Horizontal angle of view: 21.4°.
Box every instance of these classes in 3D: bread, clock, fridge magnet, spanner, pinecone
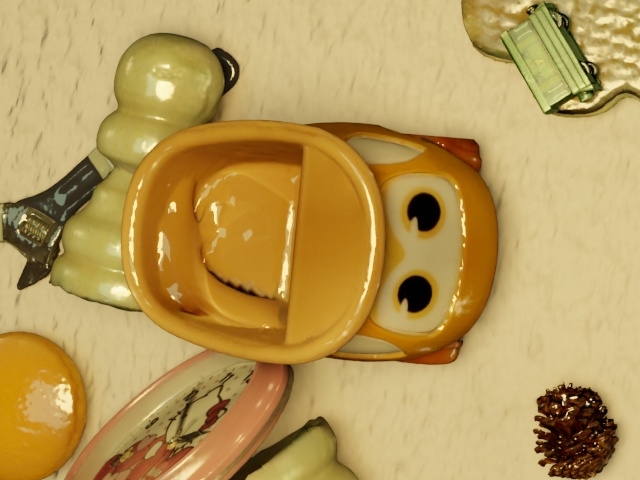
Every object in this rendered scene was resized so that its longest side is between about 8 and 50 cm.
[{"bbox_3d":[0.235,-0.203,1.436,0.286,0.056,0.207,24,98,18],"label":"bread"},{"bbox_3d":[-0.126,0.179,1.465,0.244,0.244,0.056,-34,107,15],"label":"clock"},{"bbox_3d":[-0.282,0.157,1.595,0.143,0.063,0.143,0,89,18],"label":"fridge magnet"},{"bbox_3d":[-0.197,-0.068,1.590,0.316,0.024,0.087,-37,82,13],"label":"spanner"},{"bbox_3d":[0.214,0.163,1.439,0.077,0.077,0.083,-30,65,15],"label":"pinecone"}]

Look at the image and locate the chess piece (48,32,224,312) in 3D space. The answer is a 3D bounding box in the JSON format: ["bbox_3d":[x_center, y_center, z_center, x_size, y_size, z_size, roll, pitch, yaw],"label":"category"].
[{"bbox_3d":[-0.151,-0.064,1.515,0.133,0.133,0.243,15,97,16],"label":"chess piece"}]

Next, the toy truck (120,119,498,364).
[{"bbox_3d":[0.000,0.000,1.432,0.288,0.211,0.204,7,94,21],"label":"toy truck"}]

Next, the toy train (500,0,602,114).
[{"bbox_3d":[0.191,-0.151,1.404,0.056,0.038,0.093,-32,81,21],"label":"toy train"}]

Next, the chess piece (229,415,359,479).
[{"bbox_3d":[0.017,0.335,1.461,0.182,0.182,0.330,-34,87,15],"label":"chess piece"}]
